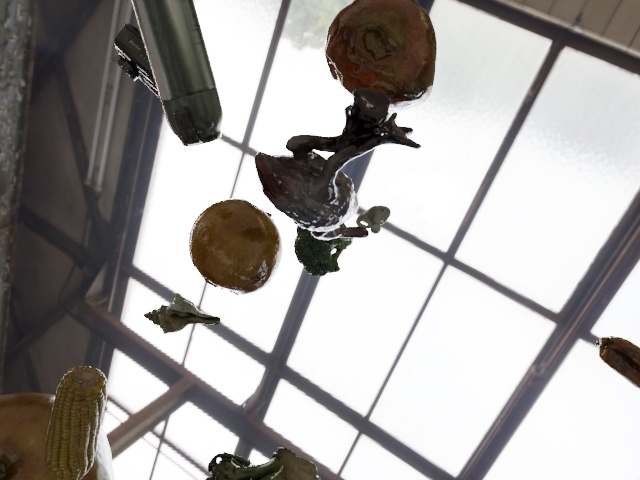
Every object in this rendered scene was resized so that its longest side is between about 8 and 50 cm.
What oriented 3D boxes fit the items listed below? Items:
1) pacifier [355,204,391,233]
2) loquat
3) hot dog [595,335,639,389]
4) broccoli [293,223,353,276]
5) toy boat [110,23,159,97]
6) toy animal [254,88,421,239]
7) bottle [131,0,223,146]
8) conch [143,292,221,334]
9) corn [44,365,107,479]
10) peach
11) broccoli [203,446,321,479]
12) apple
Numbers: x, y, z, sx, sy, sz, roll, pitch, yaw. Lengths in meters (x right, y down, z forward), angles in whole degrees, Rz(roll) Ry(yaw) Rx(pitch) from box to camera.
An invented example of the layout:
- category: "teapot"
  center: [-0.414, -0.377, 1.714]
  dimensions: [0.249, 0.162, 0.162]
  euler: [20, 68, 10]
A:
- category: "pacifier"
  center: [0.119, -0.039, 1.299]
  dimensions: [0.068, 0.083, 0.064]
  euler: [28, -139, -36]
- category: "loquat"
  center: [-0.119, 0.009, 0.871]
  dimensions: [0.141, 0.141, 0.141]
  euler: [16, -152, -9]
- category: "hot dog"
  center: [0.623, 0.243, 1.194]
  dimensions: [0.188, 0.072, 0.055]
  euler: [35, -153, -18]
- category: "broccoli"
  center: [0.000, 0.000, 1.609]
  dimensions: [0.156, 0.195, 0.195]
  euler: [-17, -137, -25]
- category: "toy boat"
  center: [-0.255, -0.284, 1.027]
  dimensions: [0.246, 0.103, 0.093]
  euler: [42, 172, 23]
- category: "toy animal"
  center: [0.007, -0.059, 0.784]
  dimensions: [0.195, 0.324, 0.090]
  euler: [-7, -117, -12]
- category: "bottle"
  center: [-0.191, -0.251, 0.789]
  dimensions: [0.080, 0.253, 0.096]
  euler: [-9, -158, 9]
- category: "conch"
  center: [-0.453, 0.225, 1.921]
  dimensions: [0.137, 0.234, 0.114]
  euler: [53, -160, -48]
- category: "corn"
  center: [-0.174, 0.130, 0.427]
  dimensions: [0.037, 0.092, 0.037]
  euler: [18, -157, -8]
- category: "peach"
  center: [0.129, -0.349, 1.143]
  dimensions: [0.214, 0.214, 0.235]
  euler: [-6, -125, -41]
- category: "broccoli"
  center: [-0.094, 0.546, 1.177]
  dimensions: [0.304, 0.283, 0.321]
  euler: [14, -151, -35]
- category: "apple"
  center: [-0.607, 0.495, 1.197]
  dimensions: [0.400, 0.333, 0.400]
  euler: [15, -127, -20]
